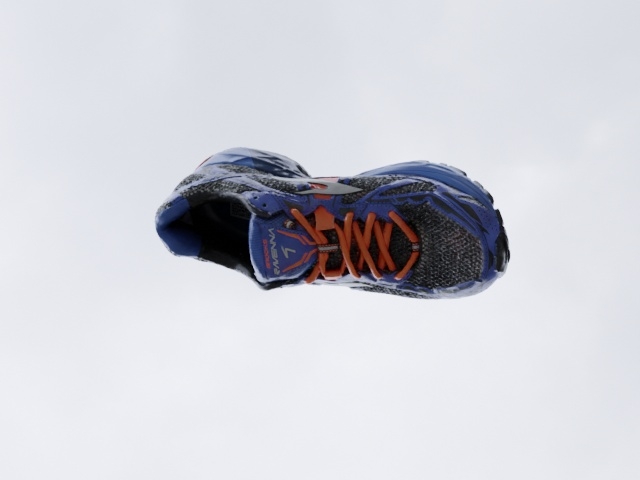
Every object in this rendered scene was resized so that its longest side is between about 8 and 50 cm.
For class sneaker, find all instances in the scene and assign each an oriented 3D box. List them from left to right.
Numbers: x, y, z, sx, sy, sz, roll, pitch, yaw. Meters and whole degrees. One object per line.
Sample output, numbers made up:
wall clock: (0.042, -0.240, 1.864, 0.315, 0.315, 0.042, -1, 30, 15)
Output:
sneaker: (0.000, 0.000, 0.580, 0.087, 0.221, 0.083, -34, -57, -52)
